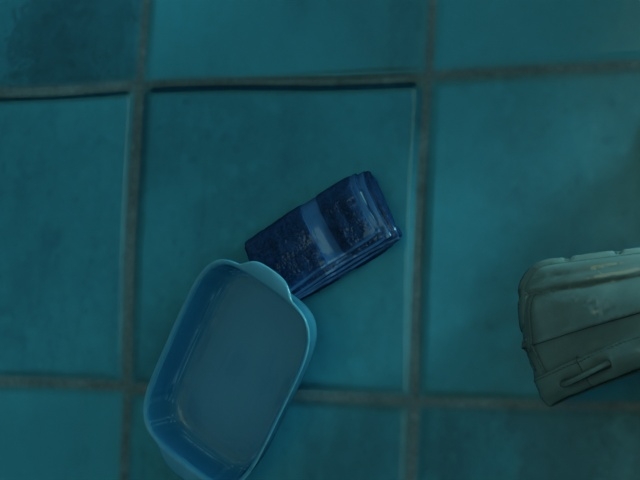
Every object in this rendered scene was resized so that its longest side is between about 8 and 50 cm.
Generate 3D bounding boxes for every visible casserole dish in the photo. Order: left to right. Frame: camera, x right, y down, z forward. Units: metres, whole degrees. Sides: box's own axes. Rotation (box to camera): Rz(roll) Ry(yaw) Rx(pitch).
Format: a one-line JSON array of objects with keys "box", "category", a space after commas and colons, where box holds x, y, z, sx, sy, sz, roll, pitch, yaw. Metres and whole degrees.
[{"box": [-0.065, 0.100, 1.385, 0.114, 0.037, 0.188, 34, 112, 23], "category": "casserole dish"}]

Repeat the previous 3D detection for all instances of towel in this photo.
[{"box": [0.000, 0.000, 1.389, 0.119, 0.029, 0.067, -32, 72, 18], "category": "towel"}]

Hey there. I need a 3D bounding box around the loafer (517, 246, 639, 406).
[{"box": [0.288, 0.051, 1.219, 0.319, 0.112, 0.111, -9, 85, 30], "category": "loafer"}]
